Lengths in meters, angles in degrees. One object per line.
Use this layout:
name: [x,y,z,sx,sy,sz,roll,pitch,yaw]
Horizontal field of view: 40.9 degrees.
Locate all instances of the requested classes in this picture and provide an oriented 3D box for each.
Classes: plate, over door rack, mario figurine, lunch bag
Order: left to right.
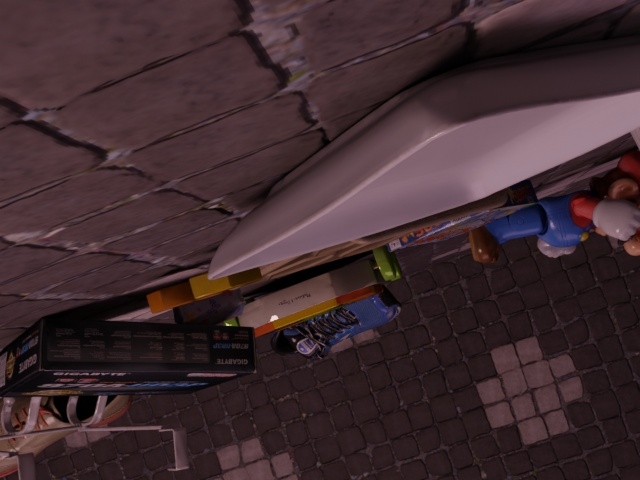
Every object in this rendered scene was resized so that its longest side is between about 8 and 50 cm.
over door rack: [-0.361,0.248,1.172,0.239,0.108,0.324,0,-178,-43]
lunch bag: [-0.122,0.068,0.918,0.071,0.053,0.083,-19,162,-14]
plate: [0.091,-0.058,0.545,0.277,0.045,0.278,-17,173,-34]
mario figurine: [0.386,-0.012,1.266,0.320,0.170,0.198,-14,-149,20]

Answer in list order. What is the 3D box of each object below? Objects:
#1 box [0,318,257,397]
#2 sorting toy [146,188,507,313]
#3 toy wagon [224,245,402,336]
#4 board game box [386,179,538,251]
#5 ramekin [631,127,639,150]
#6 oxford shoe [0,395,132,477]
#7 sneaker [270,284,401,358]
box: [-0.201,0.125,0.884,0.220,0.051,0.175,6,161,-32]
sorting toy: [0.000,0.000,0.817,0.307,0.041,0.229,-15,176,-38]
toy wagon: [0.001,0.085,1.383,0.267,0.068,0.344,-21,174,9]
board game box: [0.178,-0.033,1.073,0.136,0.035,0.201,-24,173,30]
ramekin: [0.379,-0.106,0.746,0.207,0.109,0.207,-20,174,-2]
oxford shoe: [-0.474,0.288,1.402,0.348,0.123,0.130,-26,167,-24]
sneaker: [0.020,0.158,1.605,0.330,0.130,0.147,-28,-162,50]
